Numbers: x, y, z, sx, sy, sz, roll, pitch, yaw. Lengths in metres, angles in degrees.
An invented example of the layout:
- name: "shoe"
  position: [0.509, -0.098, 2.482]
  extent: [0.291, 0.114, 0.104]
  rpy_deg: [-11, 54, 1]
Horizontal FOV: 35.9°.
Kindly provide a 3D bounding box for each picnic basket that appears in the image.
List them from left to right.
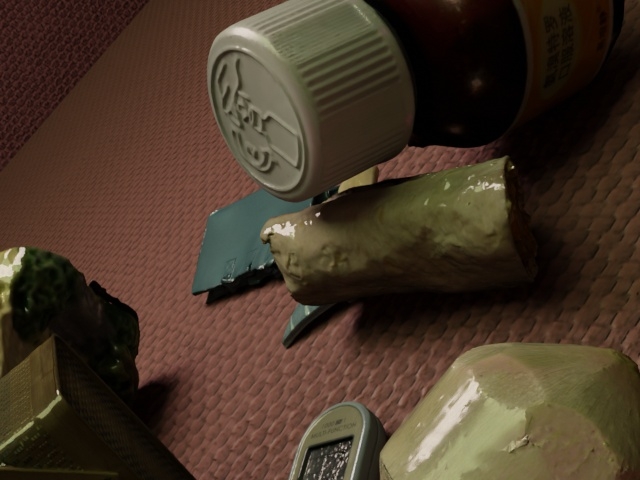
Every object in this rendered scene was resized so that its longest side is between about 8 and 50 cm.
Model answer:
- name: "picnic basket"
  position: [-0.211, 0.232, 0.878]
  extent: [0.139, 0.267, 0.165]
  rpy_deg: [-39, 22, -3]

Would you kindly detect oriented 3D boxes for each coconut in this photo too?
- name: "coconut"
  position: [0.132, 0.144, 0.608]
  extent: [0.183, 0.171, 0.171]
  rpy_deg: [-43, 26, 4]

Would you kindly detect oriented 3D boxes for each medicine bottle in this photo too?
- name: "medicine bottle"
  position: [0.091, -0.179, 0.947]
  extent: [0.395, 0.243, 0.242]
  rpy_deg: [-34, 20, -26]

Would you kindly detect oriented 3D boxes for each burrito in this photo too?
- name: "burrito"
  position: [0.084, -0.003, 0.907]
  extent: [0.299, 0.143, 0.105]
  rpy_deg: [-10, 72, 43]

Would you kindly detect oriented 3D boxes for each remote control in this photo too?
- name: "remote control"
  position: [0.001, 0.239, 0.798]
  extent: [0.087, 0.047, 0.244]
  rpy_deg: [-27, 32, 39]

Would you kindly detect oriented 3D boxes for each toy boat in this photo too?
- name: "toy boat"
  position: [-0.002, 0.062, 1.072]
  extent: [0.122, 0.034, 0.096]
  rpy_deg: [-36, 22, 21]

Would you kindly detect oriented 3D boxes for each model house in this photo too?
- name: "model house"
  position: [-0.329, 0.205, 1.083]
  extent: [0.261, 0.321, 0.266]
  rpy_deg: [-22, 47, 9]

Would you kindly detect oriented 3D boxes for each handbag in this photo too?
- name: "handbag"
  position: [-0.073, -0.005, 1.255]
  extent: [0.221, 0.057, 0.144]
  rpy_deg: [-20, 39, 41]

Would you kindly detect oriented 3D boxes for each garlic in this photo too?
- name: "garlic"
  position: [0.047, -0.052, 1.163]
  extent: [0.053, 0.041, 0.083]
  rpy_deg: [-21, 41, 17]
